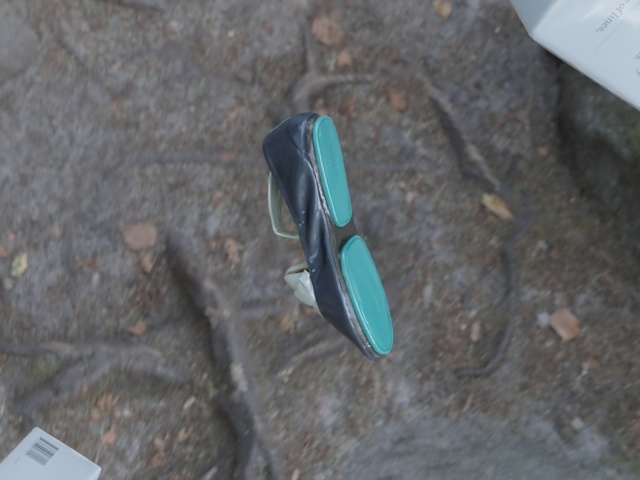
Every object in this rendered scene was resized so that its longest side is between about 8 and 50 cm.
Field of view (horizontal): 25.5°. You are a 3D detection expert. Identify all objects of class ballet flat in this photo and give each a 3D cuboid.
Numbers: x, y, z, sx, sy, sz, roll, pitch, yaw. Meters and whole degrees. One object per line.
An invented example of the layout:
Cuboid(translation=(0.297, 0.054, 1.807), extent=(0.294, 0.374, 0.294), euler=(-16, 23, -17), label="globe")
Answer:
Cuboid(translation=(0.000, 0.000, 1.112), extent=(0.074, 0.074, 0.203), euler=(-21, 101, -24), label="ballet flat")

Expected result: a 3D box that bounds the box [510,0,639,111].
Cuboid(translation=(0.193, -0.186, 0.780), extent=(0.119, 0.182, 0.181), euler=(29, 25, -23), label="box")

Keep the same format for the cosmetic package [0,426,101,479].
Cuboid(translation=(-0.228, 0.227, 0.891), extent=(0.060, 0.099, 0.239), euler=(32, 33, 4), label="cosmetic package")
